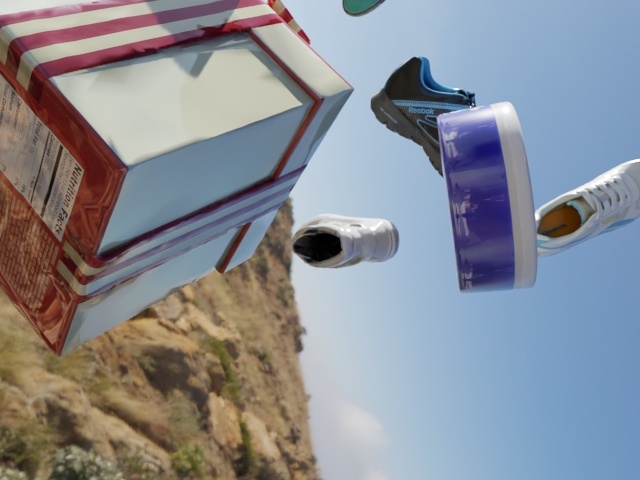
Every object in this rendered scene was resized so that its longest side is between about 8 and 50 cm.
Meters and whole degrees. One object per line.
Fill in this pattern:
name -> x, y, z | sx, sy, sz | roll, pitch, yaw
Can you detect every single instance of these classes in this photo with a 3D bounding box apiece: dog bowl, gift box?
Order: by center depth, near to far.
gift box -> -0.157, -0.115, 0.546 | 0.276, 0.258, 0.255 | 51, -47, 9
dog bowl -> 0.234, -0.058, 0.966 | 0.265, 0.104, 0.265 | -7, 90, -80

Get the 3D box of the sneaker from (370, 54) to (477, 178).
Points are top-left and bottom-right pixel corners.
sneaker -> 0.253, -0.196, 1.241 | 0.341, 0.140, 0.125 | 39, 27, 2

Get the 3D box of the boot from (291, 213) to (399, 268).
boot -> 0.000, 0.000, 1.102 | 0.258, 0.123, 0.095 | -6, -93, 53

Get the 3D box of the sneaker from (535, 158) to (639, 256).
sneaker -> 0.419, -0.050, 1.028 | 0.087, 0.228, 0.092 | 59, 7, 16

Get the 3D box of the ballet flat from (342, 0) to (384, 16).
ballet flat -> 0.107, -0.440, 1.096 | 0.070, 0.188, 0.070 | 39, 14, -11
